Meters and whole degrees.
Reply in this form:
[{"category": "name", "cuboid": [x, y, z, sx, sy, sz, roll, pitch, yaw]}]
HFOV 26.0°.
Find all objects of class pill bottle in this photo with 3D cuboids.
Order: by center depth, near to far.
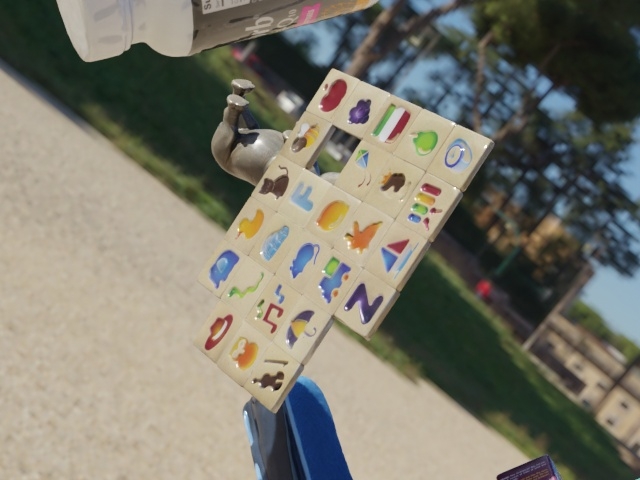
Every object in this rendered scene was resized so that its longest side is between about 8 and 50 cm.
[{"category": "pill bottle", "cuboid": [-0.091, -0.254, 1.225, 0.162, 0.278, 0.162, 163, -90, -74]}]

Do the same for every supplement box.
[{"category": "supplement box", "cuboid": [0.159, 0.202, 0.970, 0.055, 0.043, 0.083, 56, 14, -36]}]

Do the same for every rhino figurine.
[{"category": "rhino figurine", "cuboid": [-0.036, -0.086, 1.612, 0.243, 0.106, 0.073, 36, 38, 29]}]

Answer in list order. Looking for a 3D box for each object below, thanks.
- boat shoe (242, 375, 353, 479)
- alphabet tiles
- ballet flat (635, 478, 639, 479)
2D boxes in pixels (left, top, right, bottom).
[{"category": "boat shoe", "cuboid": [-0.013, 0.264, 1.365, 0.109, 0.089, 0.258, 18, 54, -46]}, {"category": "alphabet tiles", "cuboid": [0.000, 0.000, 1.003, 0.009, 0.237, 0.198, 32, 0, -39]}, {"category": "ballet flat", "cuboid": [0.269, 0.293, 1.393, 0.074, 0.203, 0.074, 39, 39, -41]}]
